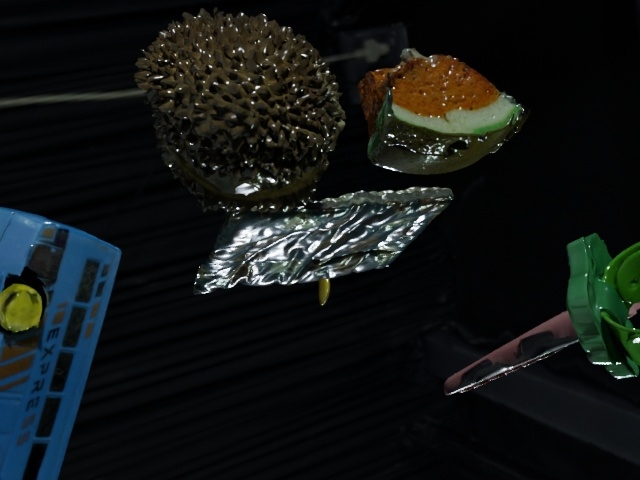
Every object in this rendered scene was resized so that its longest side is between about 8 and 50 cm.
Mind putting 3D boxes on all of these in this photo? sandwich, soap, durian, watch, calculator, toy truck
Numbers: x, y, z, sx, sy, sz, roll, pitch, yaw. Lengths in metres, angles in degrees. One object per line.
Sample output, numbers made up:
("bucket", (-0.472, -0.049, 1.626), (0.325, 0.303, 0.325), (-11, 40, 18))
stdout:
("sandwich", (0.160, -0.193, 1.288), (0.212, 0.292, 0.109), (47, -47, 12))
("soap", (0.005, 0.060, 1.235), (0.089, 0.012, 0.034), (-91, -158, -59))
("durian", (-0.074, -0.111, 0.731), (0.196, 0.167, 0.196), (22, -35, 16))
("watch", (0.337, 0.050, 0.871), (0.152, 0.165, 0.131), (-20, -57, 35))
("calculator", (0.318, 0.144, 1.234), (0.329, 0.220, 0.048), (-35, -103, 33))
("toy truck", (-0.378, 0.160, 1.037), (0.161, 0.162, 0.385), (12, -95, 39))

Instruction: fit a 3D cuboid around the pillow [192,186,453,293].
("pillow", (0.001, 0.001, 0.912), (0.189, 0.255, 0.034), (124, -47, -56))
